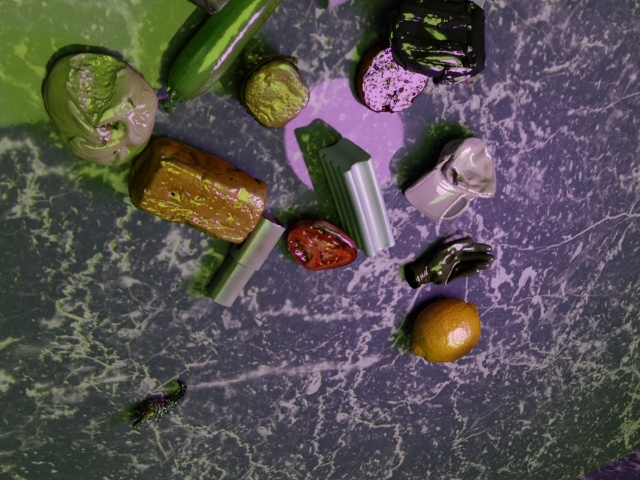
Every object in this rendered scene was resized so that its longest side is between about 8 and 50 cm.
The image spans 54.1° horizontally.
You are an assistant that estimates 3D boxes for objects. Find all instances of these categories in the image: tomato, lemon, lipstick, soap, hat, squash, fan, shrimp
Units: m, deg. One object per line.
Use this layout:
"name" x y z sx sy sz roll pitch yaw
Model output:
"tomato" 0.003 -0.005 1.618 0.166 0.082 0.174 -16 133 24
"lemon" 0.384 0.277 1.924 0.256 0.188 0.188 -35 127 -8
"lipstick" -0.189 0.045 1.564 0.077 0.079 0.253 25 105 -36
"soap" 0.092 -0.106 1.570 0.087 0.160 0.265 -28 126 -12
"hat" 0.349 -0.174 1.720 0.226 0.164 0.219 -19 137 33
"squash" -0.203 -0.413 1.283 0.379 0.101 0.101 -47 127 6
"fan" 0.398 -0.441 1.632 0.056 0.004 0.083 22 106 -34
"shrimp" -0.424 0.450 1.675 0.174 0.082 0.076 -33 123 -16

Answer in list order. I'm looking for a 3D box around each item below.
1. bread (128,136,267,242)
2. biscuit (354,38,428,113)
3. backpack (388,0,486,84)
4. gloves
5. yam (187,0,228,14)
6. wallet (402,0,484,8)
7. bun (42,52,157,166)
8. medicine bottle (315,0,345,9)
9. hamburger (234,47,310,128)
"bread" -0.266 -0.113 1.401 0.294 0.132 0.167 20 107 -35
"biscuit" 0.173 -0.395 1.509 0.192 0.049 0.192 -11 127 -16
"backpack" 0.265 -0.460 1.419 0.258 0.133 0.206 2 91 -21
"gloves" 0.379 0.067 1.852 0.268 0.107 0.135 -15 116 1
"yam" -0.244 -0.567 1.093 0.348 0.241 0.241 26 103 -30
"wallet" 0.285 -0.539 1.499 0.222 0.036 0.167 2 116 -27
"bun" -0.430 -0.258 1.243 0.210 0.116 0.237 -36 128 -5
"medicine bottle" 0.057 -0.573 1.304 0.168 0.135 0.135 -29 126 -8
"hamburger" -0.113 -0.339 1.358 0.159 0.131 0.185 -32 125 8
